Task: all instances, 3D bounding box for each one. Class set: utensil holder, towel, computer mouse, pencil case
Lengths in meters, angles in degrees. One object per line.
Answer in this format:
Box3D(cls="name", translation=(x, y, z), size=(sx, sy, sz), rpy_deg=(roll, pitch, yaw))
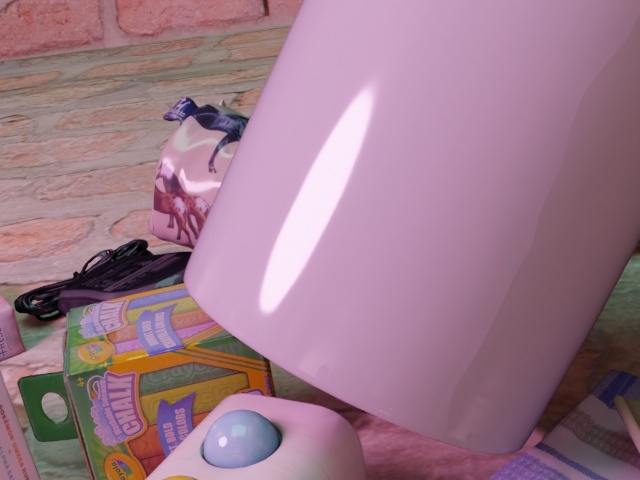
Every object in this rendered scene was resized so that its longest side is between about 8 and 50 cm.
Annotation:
Box3D(cls="utensil holder", translation=(0.108, -0.078, 0.760), size=(0.328, 0.385, 0.327), rpy_deg=(26, 7, -3))
Box3D(cls="towel", translation=(0.228, 0.189, 0.696), size=(0.285, 0.034, 0.209), rpy_deg=(-28, 30, -37))
Box3D(cls="computer mouse", translation=(-0.215, 0.063, 1.118), size=(0.188, 0.072, 0.272), rpy_deg=(-29, 18, -35))
Box3D(cls="pencil case", translation=(0.023, -0.038, 1.036), size=(0.410, 0.160, 0.183), rpy_deg=(15, 74, 19))

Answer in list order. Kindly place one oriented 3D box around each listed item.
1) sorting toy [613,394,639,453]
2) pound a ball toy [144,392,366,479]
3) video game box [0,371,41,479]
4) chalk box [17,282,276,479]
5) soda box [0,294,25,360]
Box3D(cls="sorting toy", translation=(0.323, 0.148, 0.670), size=(0.196, 0.047, 0.347), rpy_deg=(-3, 28, -3))
Box3D(cls="pound a ball toy", translation=(-0.129, 0.220, 0.629), size=(0.208, 0.135, 0.319), rpy_deg=(5, 26, 29))
Box3D(cls="video game box", translation=(-0.344, 0.143, 0.821), size=(0.205, 0.187, 0.048), rpy_deg=(3, 26, 27))
Box3D(cls="chalk box", translation=(-0.152, 0.130, 0.851), size=(0.213, 0.132, 0.132), rpy_deg=(-14, 23, -8))
Box3D(cls="soda box", translation=(-0.408, 0.085, 1.140), size=(0.063, 0.058, 0.183), rpy_deg=(-22, 26, -28))
